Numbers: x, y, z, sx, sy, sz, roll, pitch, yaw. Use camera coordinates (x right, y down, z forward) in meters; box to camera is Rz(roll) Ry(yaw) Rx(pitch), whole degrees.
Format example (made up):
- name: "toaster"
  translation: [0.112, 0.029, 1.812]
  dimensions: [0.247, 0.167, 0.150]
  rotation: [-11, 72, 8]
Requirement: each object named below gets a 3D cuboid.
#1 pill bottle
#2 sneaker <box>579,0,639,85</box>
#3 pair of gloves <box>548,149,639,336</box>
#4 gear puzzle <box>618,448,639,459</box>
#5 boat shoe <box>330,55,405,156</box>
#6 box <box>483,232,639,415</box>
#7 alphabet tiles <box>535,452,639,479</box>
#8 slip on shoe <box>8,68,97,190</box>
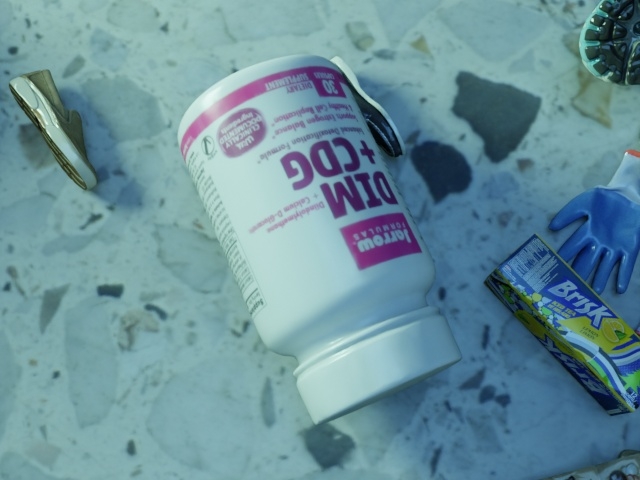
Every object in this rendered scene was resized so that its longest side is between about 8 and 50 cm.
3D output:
- name: "pill bottle"
  translation: [0.000, 0.000, 0.718]
  dimensions: [0.160, 0.160, 0.283]
  rotation: [-23, 77, -8]
- name: "sneaker"
  translation: [0.353, -0.264, 0.788]
  dimensions: [0.283, 0.122, 0.110]
  rotation: [-39, 95, 11]
- name: "pair of gloves"
  translation: [0.320, 0.014, 0.793]
  dimensions: [0.198, 0.023, 0.159]
  rotation: [37, 77, 9]
- name: "gear puzzle"
  translation: [0.337, 0.263, 0.711]
  dimensions: [0.175, 0.044, 0.339]
  rotation: [11, 75, 2]
- name: "boat shoe"
  translation: [0.035, -0.124, 0.812]
  dimensions: [0.038, 0.046, 0.125]
  rotation: [-34, 75, -10]
- name: "box"
  translation: [0.228, 0.076, 0.754]
  dimensions: [0.054, 0.059, 0.169]
  rotation: [-40, 79, -10]
- name: "alphabet tiles"
  translation: [0.222, 0.294, 0.692]
  dimensions: [0.237, 0.009, 0.198]
  rotation: [-17, 71, 6]
- name: "slip on shoe"
  translation: [-0.246, -0.109, 0.802]
  dimensions: [0.041, 0.051, 0.135]
  rotation: [-32, 71, -22]
